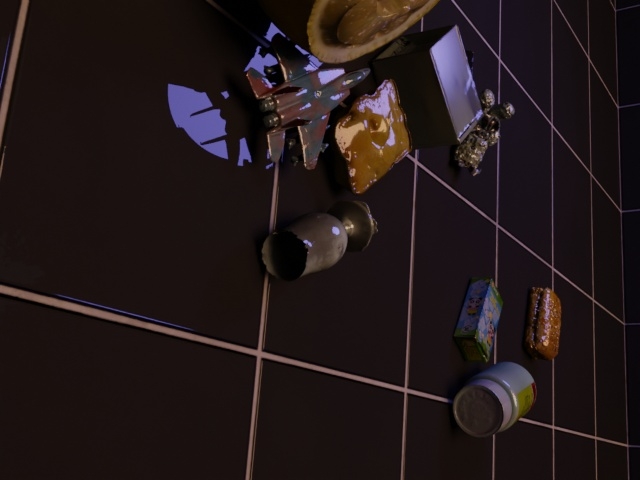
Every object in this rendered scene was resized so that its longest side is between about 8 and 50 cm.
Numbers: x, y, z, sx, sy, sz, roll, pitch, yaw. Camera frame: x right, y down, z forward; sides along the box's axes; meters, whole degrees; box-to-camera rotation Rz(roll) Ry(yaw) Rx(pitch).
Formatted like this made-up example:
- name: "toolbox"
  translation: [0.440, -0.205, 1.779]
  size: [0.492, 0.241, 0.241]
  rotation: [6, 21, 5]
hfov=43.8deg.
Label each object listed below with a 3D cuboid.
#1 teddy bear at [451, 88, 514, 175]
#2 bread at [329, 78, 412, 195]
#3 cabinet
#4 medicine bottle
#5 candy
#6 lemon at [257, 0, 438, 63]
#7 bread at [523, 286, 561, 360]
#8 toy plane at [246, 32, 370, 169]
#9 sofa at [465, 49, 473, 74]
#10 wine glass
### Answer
- name: "teddy bear"
  translation: [0.375, -0.263, 1.953]
  size: [0.133, 0.111, 0.213]
  rotation: [30, 84, -29]
- name: "bread"
  translation: [0.084, -0.191, 1.485]
  size: [0.233, 0.088, 0.160]
  rotation: [-45, 117, -48]
- name: "cabinet"
  translation: [0.221, -0.315, 1.654]
  size: [0.145, 0.150, 0.206]
  rotation: [-47, 124, -44]
- name: "medicine bottle"
  translation: [0.405, 0.368, 1.848]
  size: [0.225, 0.139, 0.139]
  rotation: [-7, 91, -58]
- name: "candy"
  translation: [0.382, 0.189, 1.912]
  size: [0.097, 0.062, 0.194]
  rotation: [58, 41, -33]
- name: "lemon"
  translation: [0.026, -0.481, 1.217]
  size: [0.364, 0.364, 0.364]
  rotation: [14, 74, -56]
- name: "bread"
  translation: [0.645, 0.240, 2.302]
  size: [0.114, 0.083, 0.211]
  rotation: [42, 50, -42]
- name: "toy plane"
  translation: [-0.009, -0.247, 1.327]
  size: [0.326, 0.104, 0.222]
  rotation: [-40, 119, -55]
- name: "sofa"
  translation: [0.316, -0.387, 1.908]
  size: [0.085, 0.060, 0.147]
  rotation: [10, 71, -12]
- name: "wine glass"
  translation: [0.000, 0.000, 1.302]
  size: [0.222, 0.103, 0.103]
  rotation: [-27, 108, -56]
